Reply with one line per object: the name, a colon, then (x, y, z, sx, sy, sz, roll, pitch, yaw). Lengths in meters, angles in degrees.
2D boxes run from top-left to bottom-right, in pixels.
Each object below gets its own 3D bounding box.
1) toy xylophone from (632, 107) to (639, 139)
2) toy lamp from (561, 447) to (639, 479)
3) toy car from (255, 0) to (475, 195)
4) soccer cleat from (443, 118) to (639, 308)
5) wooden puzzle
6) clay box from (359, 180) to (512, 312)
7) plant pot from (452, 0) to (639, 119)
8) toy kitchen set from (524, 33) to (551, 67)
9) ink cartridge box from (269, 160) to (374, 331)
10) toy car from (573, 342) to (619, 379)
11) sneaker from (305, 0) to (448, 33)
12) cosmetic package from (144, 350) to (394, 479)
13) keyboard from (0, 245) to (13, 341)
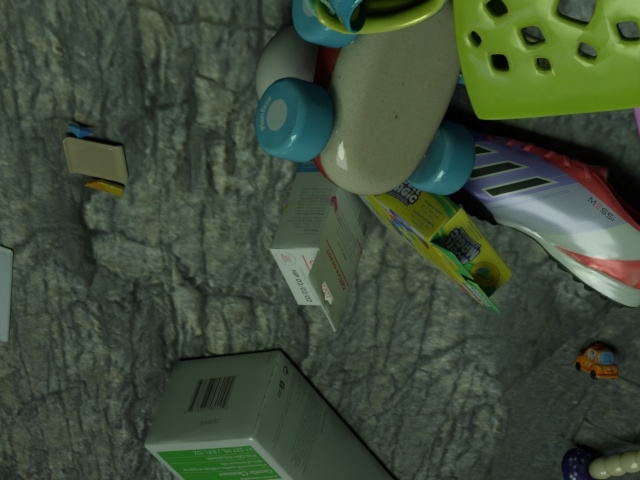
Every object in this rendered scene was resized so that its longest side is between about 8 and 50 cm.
toy xylophone: (0.435, -0.131, 1.331, 0.323, 0.081, 0.236, 6, 143, 17)
toy lamp: (0.438, 0.279, 1.894, 0.080, 0.080, 0.275, 36, 141, -24)
toy car: (0.015, -0.171, 1.414, 0.219, 0.210, 0.238, 10, -167, -38)
soccer cleat: (0.231, -0.056, 1.529, 0.318, 0.108, 0.116, 33, 111, -4)
wooden puzzle: (-0.268, -0.098, 1.754, 0.078, 0.014, 0.116, 12, 145, 1)
clay box: (0.113, -0.018, 1.537, 0.222, 0.053, 0.127, 40, 175, 46)
plant pot: (0.217, -0.249, 1.155, 0.228, 0.227, 0.207, -5, 132, 30)
toy kitchen set: (0.202, -0.142, 1.432, 0.075, 0.068, 0.083, 21, 145, -4)
ink cartridge box: (0.000, 0.000, 1.618, 0.061, 0.181, 0.104, 1, 141, 23)
toy car: (0.375, 0.149, 1.798, 0.122, 0.060, 0.040, 5, 102, -9)
sneaker: (-0.016, -0.284, 1.201, 0.319, 0.208, 0.127, 19, 145, -8)
cosmetic package: (-0.060, 0.325, 2.116, 0.197, 0.155, 0.365, -10, 135, 33)
keyboard: (-0.473, 0.071, 2.080, 0.072, 0.014, 0.256, 15, 146, -4)
